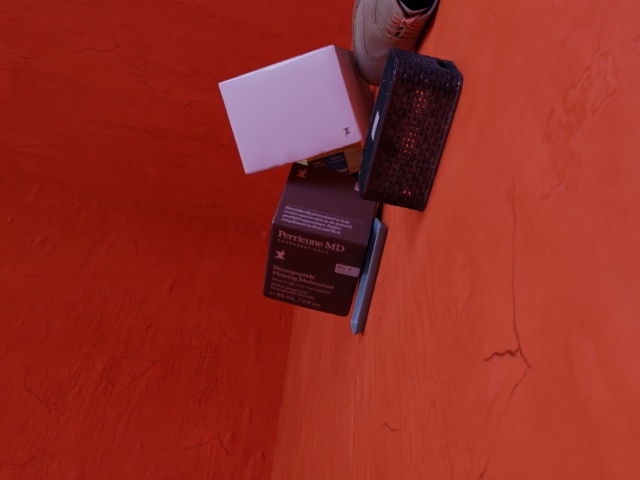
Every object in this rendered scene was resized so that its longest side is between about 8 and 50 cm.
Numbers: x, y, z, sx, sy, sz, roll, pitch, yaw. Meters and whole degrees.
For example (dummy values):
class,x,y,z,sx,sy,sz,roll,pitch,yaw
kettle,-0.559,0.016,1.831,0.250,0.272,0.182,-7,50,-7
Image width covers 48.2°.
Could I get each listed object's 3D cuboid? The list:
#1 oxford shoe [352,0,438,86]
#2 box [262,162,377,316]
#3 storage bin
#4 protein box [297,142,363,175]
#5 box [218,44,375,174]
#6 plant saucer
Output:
class,x,y,z,sx,sy,sz,roll,pitch,yaw
oxford shoe,0.124,-0.379,1.175,0.348,0.123,0.130,103,170,-49
box,0.000,0.000,1.301,0.203,0.168,0.167,101,-176,-46
storage bin,0.109,-0.142,0.912,0.122,0.084,0.180,-87,10,-65
protein box,0.009,-0.235,1.716,0.200,0.136,0.201,138,115,-83
box,-0.021,-0.249,1.354,0.345,0.215,0.168,-50,-56,-74
plant saucer,0.081,0.060,1.194,0.067,0.018,0.192,-98,21,-79
